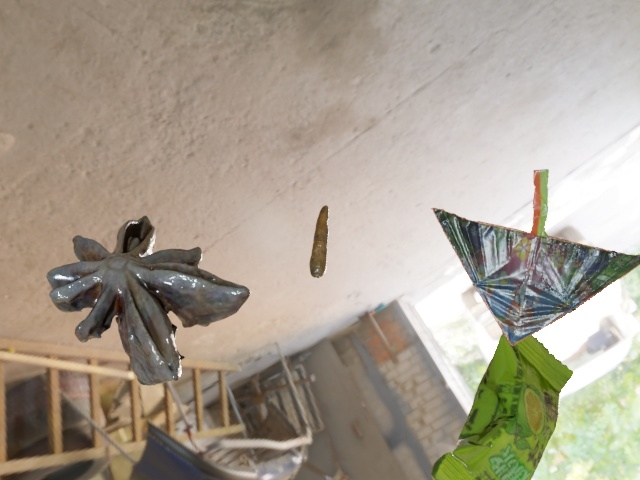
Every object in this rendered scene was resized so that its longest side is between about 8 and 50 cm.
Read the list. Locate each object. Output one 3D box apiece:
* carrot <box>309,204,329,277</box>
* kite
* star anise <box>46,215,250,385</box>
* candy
[{"bbox_3d":[0.001,-0.001,1.352,0.036,0.165,0.035,6,158,2],"label":"carrot"},{"bbox_3d":[0.185,0.015,0.583,0.010,0.190,0.159,14,90,-85],"label":"kite"},{"bbox_3d":[-0.214,0.066,0.796,0.198,0.258,0.110,-30,142,-40],"label":"star anise"},{"bbox_3d":[0.227,0.217,0.795,0.069,0.149,0.246,-10,-141,49],"label":"candy"}]
